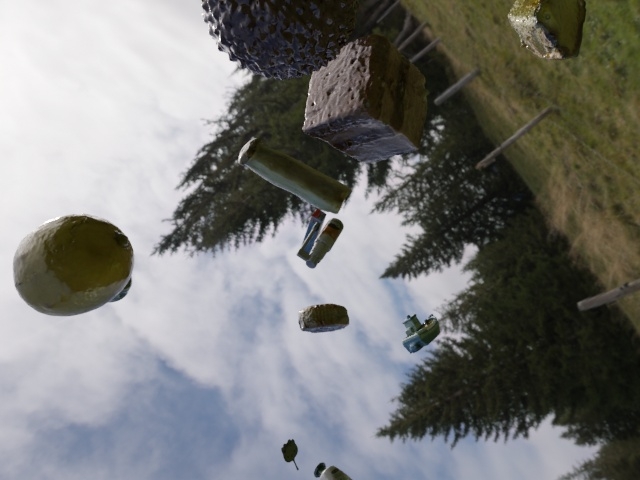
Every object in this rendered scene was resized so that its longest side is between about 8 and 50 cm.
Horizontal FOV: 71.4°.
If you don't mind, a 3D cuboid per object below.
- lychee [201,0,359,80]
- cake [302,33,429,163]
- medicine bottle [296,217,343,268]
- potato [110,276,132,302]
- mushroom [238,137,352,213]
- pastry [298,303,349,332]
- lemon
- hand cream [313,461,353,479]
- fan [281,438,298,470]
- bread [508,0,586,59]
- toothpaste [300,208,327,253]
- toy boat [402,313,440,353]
[{"bbox_3d":[-0.049,-0.371,0.700,0.271,0.271,0.271,43,-155,-26],"label":"lychee"},{"bbox_3d":[0.129,-0.293,1.018,0.293,0.199,0.196,21,-111,-43],"label":"cake"},{"bbox_3d":[0.000,0.000,1.468,0.092,0.061,0.220,36,-135,-4],"label":"medicine bottle"},{"bbox_3d":[-0.700,0.112,1.353,0.254,0.148,0.186,15,-173,15],"label":"potato"},{"bbox_3d":[-0.073,-0.169,1.175,0.312,0.081,0.100,28,-125,2],"label":"mushroom"},{"bbox_3d":[0.012,0.296,1.690,0.182,0.193,0.093,102,162,-67],"label":"pastry"},{"bbox_3d":[-0.617,0.062,1.116,0.260,0.284,0.260,-3,-90,-76],"label":"lemon"},{"bbox_3d":[0.117,0.821,1.416,0.336,0.076,0.121,18,-175,39],"label":"hand cream"},{"bbox_3d":[-0.077,0.587,1.214,0.056,0.004,0.083,-24,-90,-50],"label":"fan"},{"bbox_3d":[0.564,-0.551,1.134,0.174,0.133,0.251,34,-117,-25],"label":"bread"},{"bbox_3d":[-0.023,-0.035,1.672,0.044,0.193,0.070,30,-134,9],"label":"toothpaste"},{"bbox_3d":[0.315,0.274,1.406,0.215,0.088,0.102,-16,-107,-54],"label":"toy boat"}]
